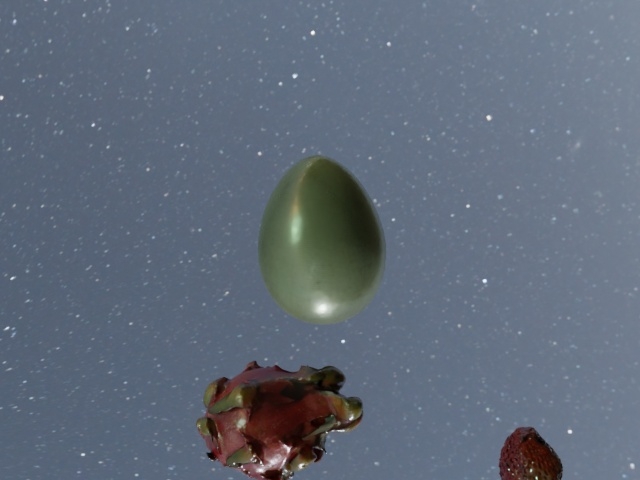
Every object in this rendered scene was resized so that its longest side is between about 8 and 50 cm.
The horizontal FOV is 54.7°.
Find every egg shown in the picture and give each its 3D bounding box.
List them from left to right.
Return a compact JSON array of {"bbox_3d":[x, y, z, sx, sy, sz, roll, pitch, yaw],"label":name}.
[{"bbox_3d":[0.000,0.000,1.043,0.218,0.218,0.296,-34,-55,-44],"label":"egg"}]

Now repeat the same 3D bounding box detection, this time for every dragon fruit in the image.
[{"bbox_3d":[-0.043,0.200,0.699,0.150,0.207,0.133,59,-150,-28],"label":"dragon fruit"}]

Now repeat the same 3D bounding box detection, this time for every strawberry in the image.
[{"bbox_3d":[0.270,0.289,0.796,0.083,0.083,0.097,-6,-88,-43],"label":"strawberry"}]
